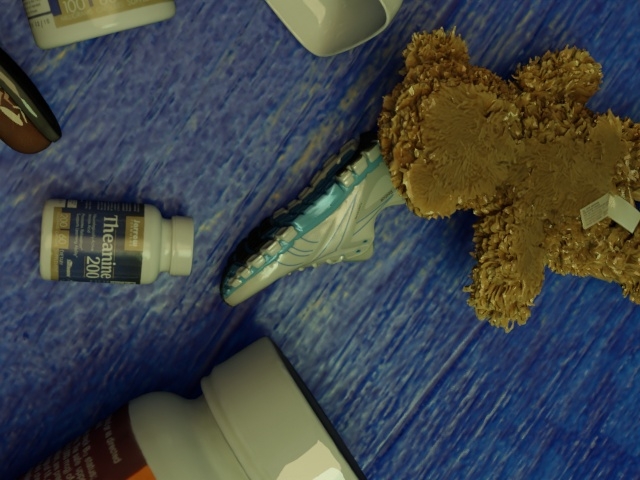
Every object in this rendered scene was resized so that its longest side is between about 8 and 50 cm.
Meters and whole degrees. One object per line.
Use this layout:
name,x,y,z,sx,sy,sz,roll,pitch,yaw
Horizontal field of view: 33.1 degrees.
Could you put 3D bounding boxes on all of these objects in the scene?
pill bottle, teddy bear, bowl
pill bottle,-0.184,-0.246,0.803,0.112,0.112,0.187,-16,103,-7
teddy bear,0.186,-0.051,0.903,0.337,0.113,0.245,-3,96,-26
bowl,-0.001,-0.221,0.835,0.053,0.142,0.142,-47,106,-22
pill bottle,-0.165,0.002,0.876,0.120,0.067,0.067,3,100,-11
pill bottle,-0.152,0.261,0.847,0.392,0.224,0.224,-34,105,-3

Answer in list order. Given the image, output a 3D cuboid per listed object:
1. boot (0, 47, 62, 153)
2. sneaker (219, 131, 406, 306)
boot,-0.368,-0.066,0.792,0.264,0.096,0.280,37,93,-16
sneaker,0.000,0.000,0.909,0.190,0.071,0.083,-41,111,-1
